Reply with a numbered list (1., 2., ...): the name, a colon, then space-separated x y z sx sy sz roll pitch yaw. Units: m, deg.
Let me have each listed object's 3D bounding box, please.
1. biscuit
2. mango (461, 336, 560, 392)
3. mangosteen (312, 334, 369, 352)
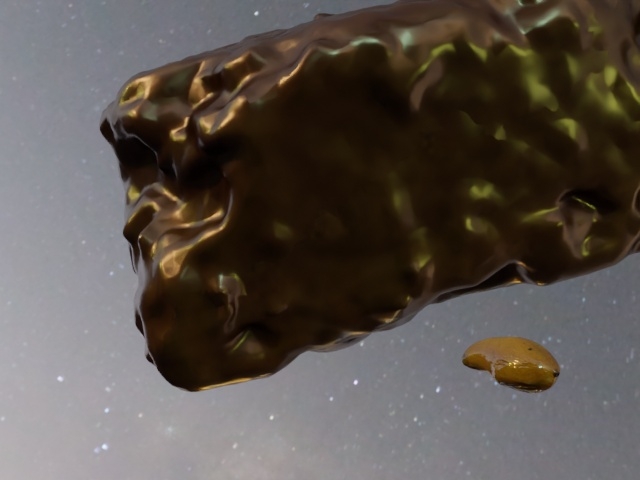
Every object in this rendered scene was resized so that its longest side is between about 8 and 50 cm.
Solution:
1. biscuit: 0.030 -0.078 0.515 0.342 0.395 0.166 -15 -74 -10
2. mango: 0.321 0.203 1.221 0.190 0.098 0.075 6 -59 60
3. mangosteen: 0.000 0.000 0.888 0.235 0.235 0.261 29 -90 3
